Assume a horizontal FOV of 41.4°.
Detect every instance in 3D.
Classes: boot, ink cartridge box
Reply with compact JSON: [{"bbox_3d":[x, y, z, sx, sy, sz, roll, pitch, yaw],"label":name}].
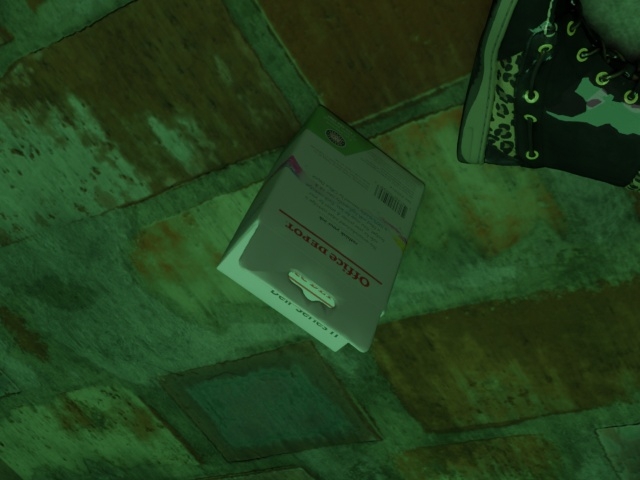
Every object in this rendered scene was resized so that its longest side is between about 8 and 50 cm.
[{"bbox_3d":[0.328,-0.207,0.991,0.284,0.138,0.377,17,136,8],"label":"boot"},{"bbox_3d":[0.000,0.000,1.146,0.207,0.353,0.119,36,132,-11],"label":"ink cartridge box"}]
